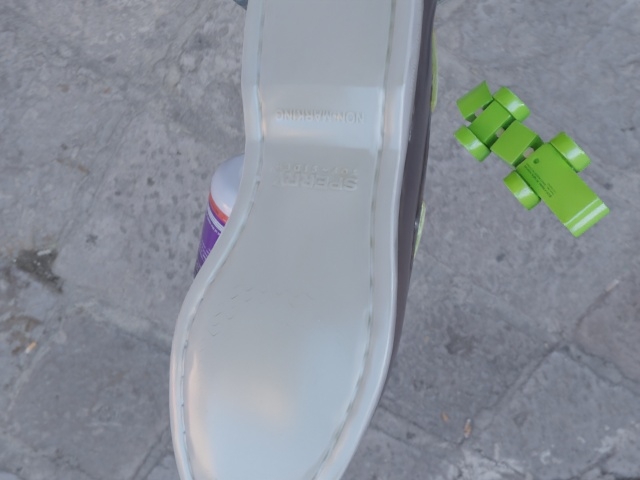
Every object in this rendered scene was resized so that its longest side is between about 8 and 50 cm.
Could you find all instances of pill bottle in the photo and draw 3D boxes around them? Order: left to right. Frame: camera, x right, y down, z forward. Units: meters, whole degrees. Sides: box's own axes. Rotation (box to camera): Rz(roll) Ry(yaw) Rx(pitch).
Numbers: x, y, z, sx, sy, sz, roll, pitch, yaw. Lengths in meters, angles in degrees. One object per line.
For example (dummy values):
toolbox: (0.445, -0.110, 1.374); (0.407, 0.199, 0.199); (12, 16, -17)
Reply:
pill bottle: (-0.123, 0.017, 1.176); (0.182, 0.181, 0.322); (12, 131, -10)

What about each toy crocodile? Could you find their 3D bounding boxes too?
toy crocodile: (0.318, -0.137, 1.045); (0.115, 0.340, 0.105); (-46, 140, 15)

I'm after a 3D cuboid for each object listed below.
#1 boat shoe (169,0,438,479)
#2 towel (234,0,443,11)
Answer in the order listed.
boat shoe: (0.000, 0.000, 0.364); (0.117, 0.097, 0.324); (10, 93, 21)
towel: (0.075, -0.387, 0.959); (0.324, 0.312, 0.056); (-27, 73, 24)
